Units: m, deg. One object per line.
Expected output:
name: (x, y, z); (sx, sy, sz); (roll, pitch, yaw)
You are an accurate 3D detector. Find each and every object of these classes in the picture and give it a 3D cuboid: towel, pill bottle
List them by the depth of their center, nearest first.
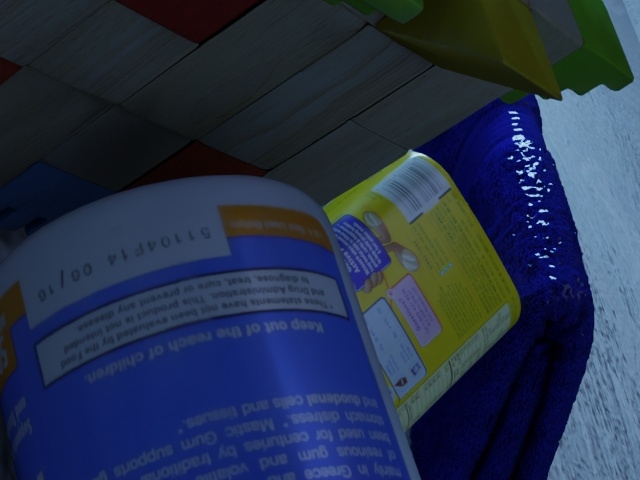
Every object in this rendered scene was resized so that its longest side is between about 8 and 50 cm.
pill bottle: (-0.029, 0.125, 0.582); (0.152, 0.152, 0.272); (28, 38, -57)
towel: (0.100, 0.022, 1.017); (0.308, 0.076, 0.227); (-96, -168, -52)

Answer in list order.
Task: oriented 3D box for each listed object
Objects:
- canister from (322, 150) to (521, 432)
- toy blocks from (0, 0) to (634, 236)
canister: (0.018, 0.044, 0.801); (0.170, 0.073, 0.126); (-39, 104, -36)
toy blocks: (-0.082, -0.100, 0.630); (0.381, 0.261, 0.190); (23, 44, -49)
